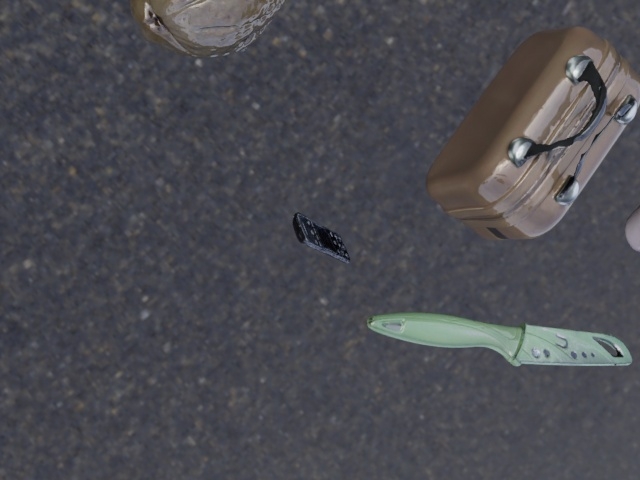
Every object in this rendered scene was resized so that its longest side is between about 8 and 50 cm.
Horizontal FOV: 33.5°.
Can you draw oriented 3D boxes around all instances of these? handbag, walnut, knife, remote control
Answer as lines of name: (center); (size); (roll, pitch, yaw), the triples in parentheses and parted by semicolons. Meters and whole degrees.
handbag: (0.301, -0.144, 1.425); (0.149, 0.283, 0.302); (40, 82, -13)
walnut: (-0.130, -0.326, 1.368); (0.230, 0.178, 0.178); (-33, 143, -39)
knife: (0.171, 0.094, 0.974); (0.293, 0.043, 0.020); (7, 151, -26)
remote control: (0.000, 0.000, 1.092); (0.014, 0.039, 0.096); (-32, 153, 20)

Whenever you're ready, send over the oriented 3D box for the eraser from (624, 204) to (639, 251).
eraser: (0.288, -0.091, 0.562); (0.243, 0.059, 0.204); (-44, -171, -21)
